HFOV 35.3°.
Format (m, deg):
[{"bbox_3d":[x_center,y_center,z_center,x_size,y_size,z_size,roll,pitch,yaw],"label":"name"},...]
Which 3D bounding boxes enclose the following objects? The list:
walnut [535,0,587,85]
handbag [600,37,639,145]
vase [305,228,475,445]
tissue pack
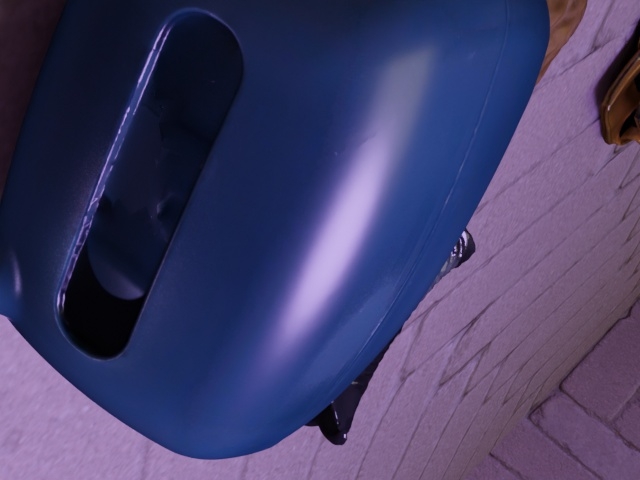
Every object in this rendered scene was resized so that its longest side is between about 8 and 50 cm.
[{"bbox_3d":[0.088,-0.156,0.624,0.184,0.155,0.155,-42,156,-23],"label":"walnut"},{"bbox_3d":[0.528,-0.292,1.337,0.401,0.133,0.283,-55,153,5],"label":"handbag"},{"bbox_3d":[0.051,0.069,0.967,0.237,0.115,0.115,-49,159,-23],"label":"vase"},{"bbox_3d":[-0.034,-0.039,0.488,0.206,0.198,0.287,-20,144,-56],"label":"tissue pack"}]
